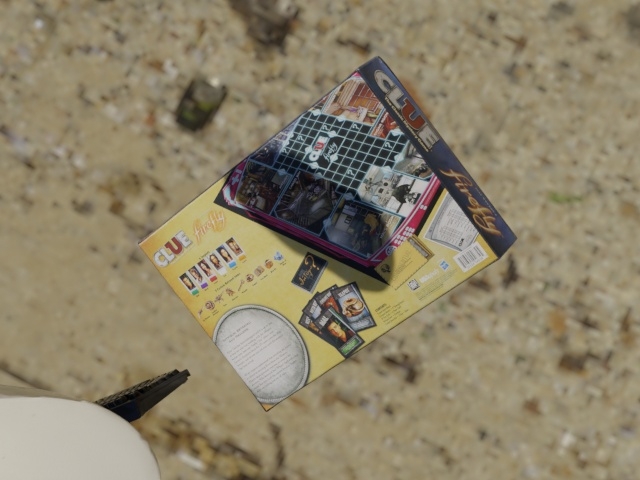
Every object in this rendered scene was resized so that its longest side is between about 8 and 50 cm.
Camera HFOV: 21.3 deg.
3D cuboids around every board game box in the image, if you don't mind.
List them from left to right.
[{"bbox_3d":[0.000,0.000,1.236,0.243,0.042,0.165,-35,93,33],"label":"board game box"}]

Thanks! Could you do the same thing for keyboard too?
[{"bbox_3d":[-0.202,0.157,1.495,0.180,0.108,0.023,-25,99,43],"label":"keyboard"}]

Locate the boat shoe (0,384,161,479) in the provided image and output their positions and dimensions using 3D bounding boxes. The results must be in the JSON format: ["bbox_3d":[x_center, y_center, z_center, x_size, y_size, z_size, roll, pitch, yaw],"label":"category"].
[{"bbox_3d":[-0.149,0.085,0.690,0.184,0.066,0.063,13,-177,-42],"label":"boat shoe"}]
